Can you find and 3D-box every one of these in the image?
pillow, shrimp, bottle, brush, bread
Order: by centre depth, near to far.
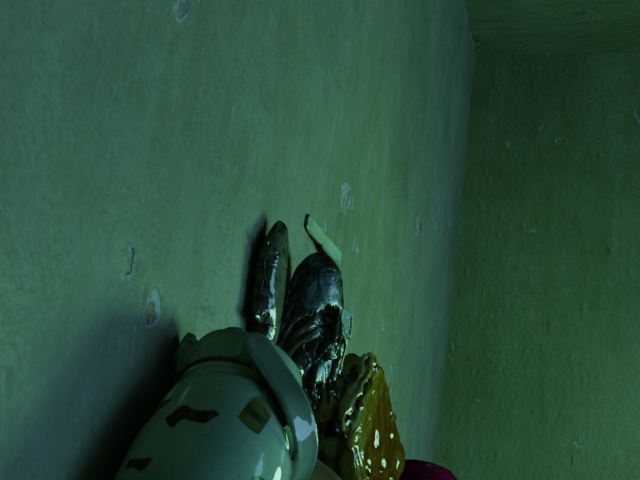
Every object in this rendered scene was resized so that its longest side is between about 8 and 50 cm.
[{"bbox_3d":[-0.119,0.261,1.156,0.352,0.229,0.229,-69,157,-50],"label":"bottle"},{"bbox_3d":[-0.087,0.077,1.522,0.093,0.051,0.241,56,41,-73],"label":"pillow"},{"bbox_3d":[-0.035,0.194,1.624,0.172,0.137,0.372,20,61,-35],"label":"shrimp"},{"bbox_3d":[0.000,0.000,1.862,0.178,0.030,0.033,50,52,-53],"label":"brush"},{"bbox_3d":[0.055,0.428,1.884,0.277,0.167,0.325,-63,143,-53],"label":"bread"}]

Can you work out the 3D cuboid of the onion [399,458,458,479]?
[{"bbox_3d":[0.161,0.679,2.009,0.420,0.398,0.398,26,67,-55],"label":"onion"}]

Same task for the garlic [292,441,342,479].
[{"bbox_3d":[-0.052,0.429,1.403,0.340,0.231,0.246,52,46,-75],"label":"garlic"}]

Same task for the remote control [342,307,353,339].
[{"bbox_3d":[0.049,0.186,2.060,0.166,0.029,0.065,40,53,-76],"label":"remote control"}]
